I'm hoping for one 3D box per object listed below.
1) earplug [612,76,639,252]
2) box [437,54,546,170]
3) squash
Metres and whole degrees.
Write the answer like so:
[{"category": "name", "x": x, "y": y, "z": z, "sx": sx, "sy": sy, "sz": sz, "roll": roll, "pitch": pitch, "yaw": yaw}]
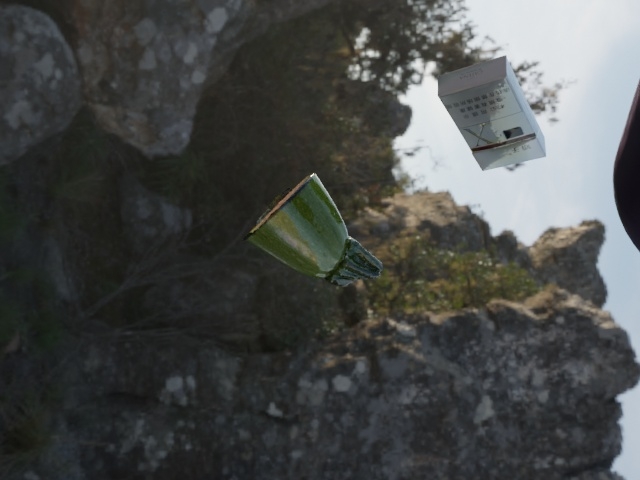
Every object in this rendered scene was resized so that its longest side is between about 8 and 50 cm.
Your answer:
[{"category": "earplug", "x": 0.297, "y": -0.150, "z": 0.401, "sx": 0.215, "sy": 0.215, "sz": 0.456, "roll": -96, "pitch": -173, "yaw": -47}, {"category": "box", "x": 0.208, "y": -0.148, "z": 0.872, "sx": 0.154, "sy": 0.084, "sz": 0.040, "roll": 46, "pitch": 40, "yaw": -44}, {"category": "squash", "x": -0.002, "y": 0.008, "z": 0.768, "sx": 0.132, "sy": 0.105, "sz": 0.105, "roll": 46, "pitch": 8, "yaw": -10}]
